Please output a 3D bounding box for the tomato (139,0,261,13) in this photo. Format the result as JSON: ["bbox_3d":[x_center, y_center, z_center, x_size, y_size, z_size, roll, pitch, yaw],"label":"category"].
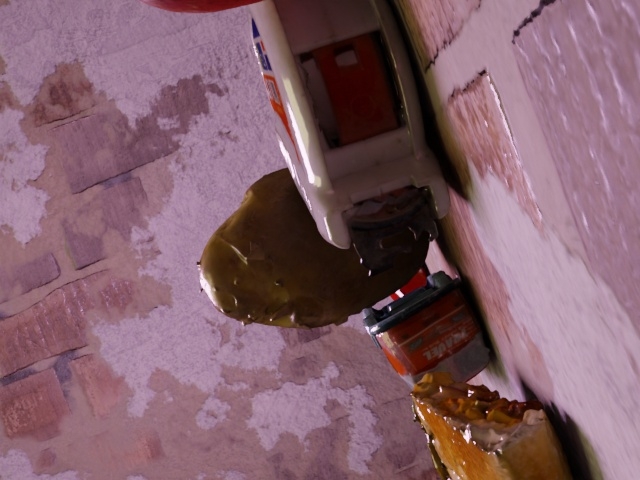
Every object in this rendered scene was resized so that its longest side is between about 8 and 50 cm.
[{"bbox_3d":[-0.098,-0.234,0.525,0.200,0.233,0.140,82,-151,-73],"label":"tomato"}]

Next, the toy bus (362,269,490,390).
[{"bbox_3d":[0.124,0.111,0.920,0.120,0.121,0.265,61,180,5],"label":"toy bus"}]

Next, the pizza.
[{"bbox_3d":[0.155,0.193,0.687,0.229,0.081,0.290,50,166,45],"label":"pizza"}]

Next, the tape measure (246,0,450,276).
[{"bbox_3d":[0.020,-0.129,0.730,0.258,0.130,0.265,-115,9,-75],"label":"tape measure"}]

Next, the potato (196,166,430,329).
[{"bbox_3d":[0.000,0.000,0.902,0.192,0.296,0.141,55,152,15],"label":"potato"}]

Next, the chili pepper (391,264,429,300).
[{"bbox_3d":[0.110,-0.012,1.231,0.369,0.091,0.137,63,162,8],"label":"chili pepper"}]
